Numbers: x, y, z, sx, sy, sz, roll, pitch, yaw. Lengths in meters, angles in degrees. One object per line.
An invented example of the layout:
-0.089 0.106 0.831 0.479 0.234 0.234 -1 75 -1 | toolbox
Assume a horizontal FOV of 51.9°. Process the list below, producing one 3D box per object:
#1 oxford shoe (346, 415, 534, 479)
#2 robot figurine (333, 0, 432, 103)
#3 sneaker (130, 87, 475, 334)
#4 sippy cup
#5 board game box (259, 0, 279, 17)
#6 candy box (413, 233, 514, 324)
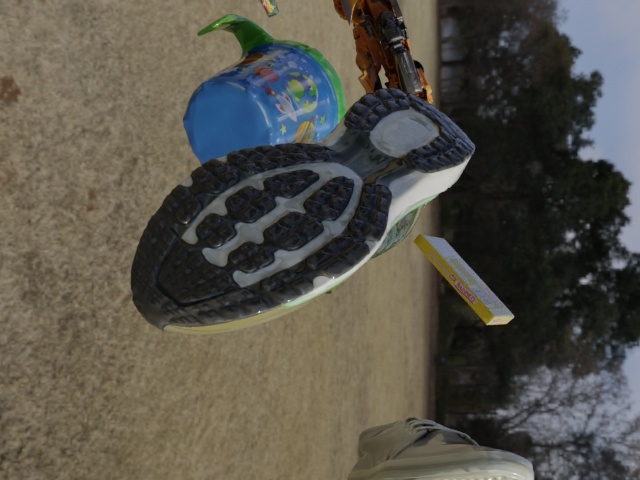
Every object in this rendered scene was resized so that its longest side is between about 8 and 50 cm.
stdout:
0.160 0.334 1.011 0.449 0.169 0.130 132 -23 -63 | oxford shoe
0.081 -0.265 0.903 0.211 0.085 0.291 54 19 -66 | robot figurine
0.000 0.000 0.639 0.410 0.158 0.182 -31 152 -40 | sneaker
-0.103 -0.207 1.108 0.240 0.305 0.224 -59 171 32 | sippy cup
-0.155 -0.581 1.301 0.259 0.030 0.136 52 18 -54 | board game box
0.261 0.070 1.204 0.206 0.027 0.105 52 21 27 | candy box
